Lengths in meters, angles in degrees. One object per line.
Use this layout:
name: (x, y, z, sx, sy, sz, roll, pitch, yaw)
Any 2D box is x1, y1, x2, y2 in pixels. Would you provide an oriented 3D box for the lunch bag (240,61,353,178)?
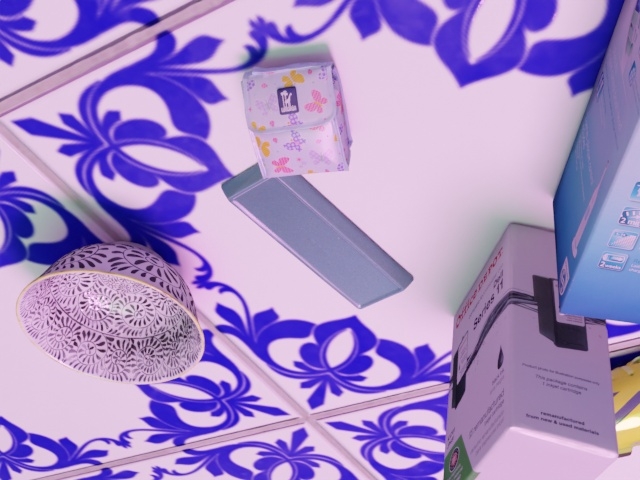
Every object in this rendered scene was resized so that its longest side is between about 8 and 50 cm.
lunch bag: (-0.018, -0.091, 0.668, 0.071, 0.053, 0.083, -4, 128, 11)

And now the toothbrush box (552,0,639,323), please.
toothbrush box: (0.294, -0.072, 0.585, 0.217, 0.126, 0.295, 7, 138, 3)

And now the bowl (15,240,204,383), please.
bowl: (-0.184, 0.054, 0.830, 0.170, 0.080, 0.170, 5, 138, 4)

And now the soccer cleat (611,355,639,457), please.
soccer cleat: (0.319, 0.148, 0.873, 0.289, 0.093, 0.121, -3, 107, 18)

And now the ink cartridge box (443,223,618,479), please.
ink cartridge box: (0.168, 0.112, 0.748, 0.087, 0.208, 0.153, 16, 137, -4)

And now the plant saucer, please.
plant saucer: (0.000, 0.000, 0.791, 0.067, 0.018, 0.192, -27, 127, 32)
